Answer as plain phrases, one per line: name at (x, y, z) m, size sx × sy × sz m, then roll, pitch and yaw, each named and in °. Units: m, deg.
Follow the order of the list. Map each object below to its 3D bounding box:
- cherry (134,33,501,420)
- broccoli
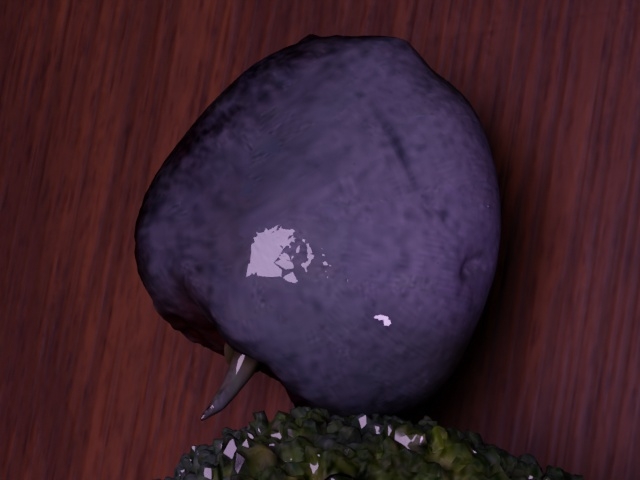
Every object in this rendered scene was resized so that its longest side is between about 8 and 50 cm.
cherry at (0.000, 0.000, 1.305) m, size 0.255 × 0.218 × 0.296 m, roll 27°, pitch 86°, yaw 36°
broccoli at (0.043, 0.234, 1.173) m, size 0.317 × 0.277 × 0.338 m, roll -40°, pitch 104°, yaw -12°
